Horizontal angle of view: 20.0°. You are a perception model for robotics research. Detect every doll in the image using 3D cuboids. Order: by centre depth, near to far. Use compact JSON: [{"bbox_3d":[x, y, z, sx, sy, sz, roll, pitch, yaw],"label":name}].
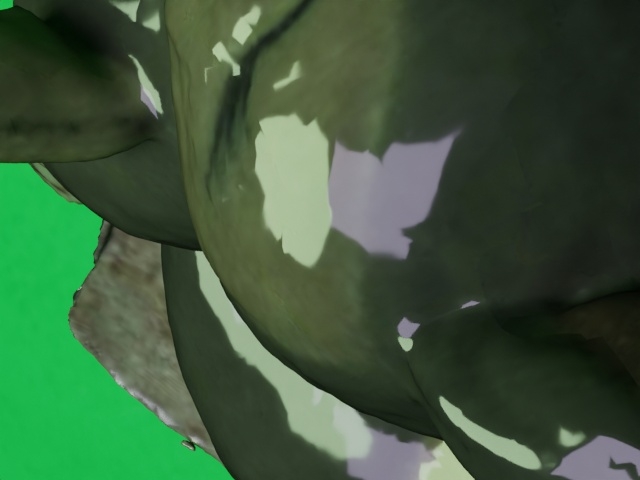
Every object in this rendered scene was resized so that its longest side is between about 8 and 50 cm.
[{"bbox_3d":[0.067,-0.014,0.599,0.382,0.252,0.378,33,166,44],"label":"doll"}]

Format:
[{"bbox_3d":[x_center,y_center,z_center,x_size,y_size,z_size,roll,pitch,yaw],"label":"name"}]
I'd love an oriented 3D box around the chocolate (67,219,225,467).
[{"bbox_3d":[0.000,0.000,0.859,0.185,0.100,0.303,37,134,5],"label":"chocolate"}]
